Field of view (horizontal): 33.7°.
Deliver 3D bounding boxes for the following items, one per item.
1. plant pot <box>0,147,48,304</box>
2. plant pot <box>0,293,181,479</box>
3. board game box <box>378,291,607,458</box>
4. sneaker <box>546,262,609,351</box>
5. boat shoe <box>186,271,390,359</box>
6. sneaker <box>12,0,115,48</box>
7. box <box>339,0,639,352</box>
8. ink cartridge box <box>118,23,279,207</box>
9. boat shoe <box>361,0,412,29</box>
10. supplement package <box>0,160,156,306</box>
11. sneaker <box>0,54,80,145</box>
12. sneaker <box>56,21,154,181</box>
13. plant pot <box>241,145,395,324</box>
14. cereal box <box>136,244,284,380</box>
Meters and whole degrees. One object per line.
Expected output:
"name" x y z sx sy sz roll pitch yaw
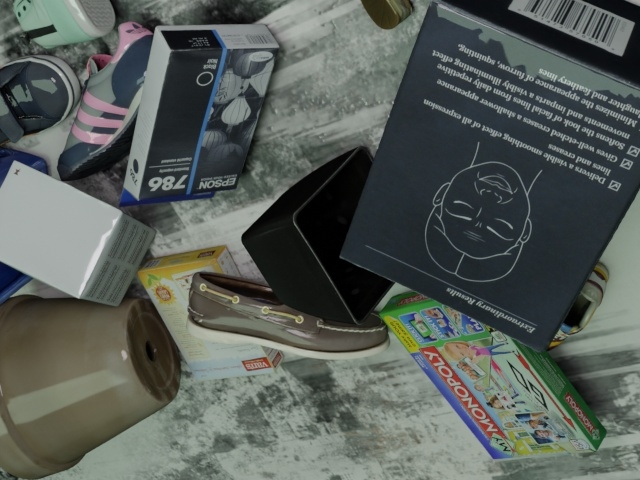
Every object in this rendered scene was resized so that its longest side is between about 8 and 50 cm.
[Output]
"plant pot" -0.610 -0.028 1.775 0.212 0.236 0.236 23 131 19
"plant pot" -0.408 0.223 1.831 0.280 0.323 0.323 -18 115 16
"board game box" 0.256 0.198 1.589 0.317 0.046 0.213 51 143 -14
"sneaker" 0.335 0.108 1.491 0.070 0.084 0.185 30 131 4
"boat shoe" -0.049 0.113 1.656 0.324 0.116 0.096 7 109 6
"sneaker" -0.415 -0.388 1.502 0.151 0.094 0.256 -11 116 35
"box" 0.236 -0.111 1.299 0.294 0.212 0.395 25 130 7
"ink cartridge box" -0.180 -0.156 1.509 0.065 0.165 0.332 58 144 34
"boat shoe" 0.063 -0.342 1.335 0.056 0.048 0.153 -24 104 50
"supplement package" -0.399 -0.004 1.670 0.194 0.203 0.149 25 86 8
"sneaker" -0.528 -0.199 1.675 0.321 0.127 0.126 -12 116 31
"sneaker" -0.319 -0.205 1.596 0.319 0.112 0.131 -35 83 39
"plant pot" 0.000 0.000 1.527 0.167 0.187 0.188 -9 119 45
"cereal box" -0.185 0.128 1.789 0.173 0.047 0.240 -9 119 31
